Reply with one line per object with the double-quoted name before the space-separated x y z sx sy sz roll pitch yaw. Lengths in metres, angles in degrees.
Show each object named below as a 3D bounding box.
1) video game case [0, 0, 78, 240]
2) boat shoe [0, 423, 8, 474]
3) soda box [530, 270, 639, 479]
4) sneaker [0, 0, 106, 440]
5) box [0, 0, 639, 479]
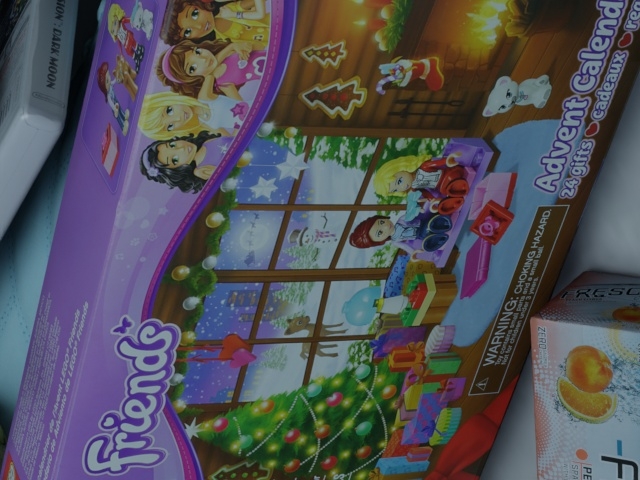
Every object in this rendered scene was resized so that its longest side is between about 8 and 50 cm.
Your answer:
"video game case" -0.148 -0.045 0.829 0.022 0.173 0.190 19 131 -20
"boat shoe" -0.152 0.206 0.855 0.105 0.089 0.285 5 115 10
"soda box" 0.129 0.107 0.785 0.063 0.058 0.183 7 113 30
"sneaker" -0.095 -0.027 0.830 0.150 0.135 0.366 30 117 27
"box" 0.000 0.000 0.739 0.057 0.201 0.293 56 138 47
